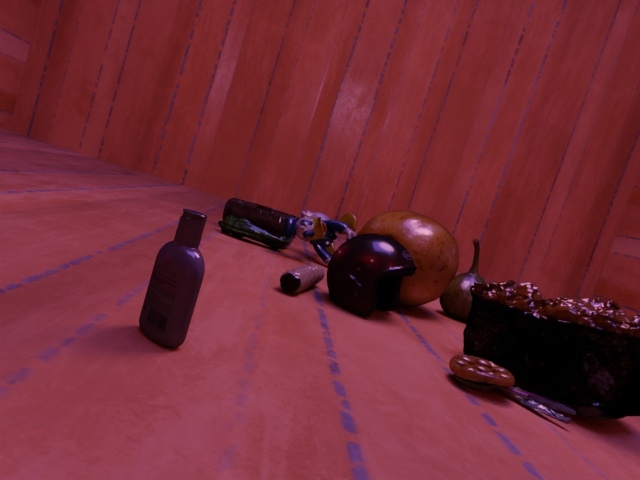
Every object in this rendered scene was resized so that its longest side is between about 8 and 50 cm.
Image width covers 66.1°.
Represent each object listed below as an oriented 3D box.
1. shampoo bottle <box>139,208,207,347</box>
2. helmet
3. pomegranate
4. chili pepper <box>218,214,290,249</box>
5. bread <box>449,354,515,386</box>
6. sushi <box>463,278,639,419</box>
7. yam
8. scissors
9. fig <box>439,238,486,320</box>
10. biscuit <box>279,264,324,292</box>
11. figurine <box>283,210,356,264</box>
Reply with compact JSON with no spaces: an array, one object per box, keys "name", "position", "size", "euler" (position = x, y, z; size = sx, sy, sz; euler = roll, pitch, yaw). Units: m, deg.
[{"name":"shampoo bottle","position":[-0.177,0.043,0.606],"size":[0.080,0.165,0.040],"euler":[22,7,38]},{"name":"helmet","position":[0.115,0.081,1.154],"size":[0.216,0.193,0.189],"euler":[-26,-16,24]},{"name":"pomegranate","position":[0.226,0.043,1.352],"size":[0.308,0.307,0.307],"euler":[18,6,-2]},{"name":"chili pepper","position":[-0.231,-0.027,1.649],"size":[0.257,0.074,0.100],"euler":[23,3,7]},{"name":"bread","position":[0.271,0.221,0.828],"size":[0.110,0.024,0.110],"euler":[13,5,-1]},{"name":"sushi","position":[0.452,0.192,0.943],"size":[0.235,0.207,0.349],"euler":[6,7,-45]},{"name":"yam","position":[-0.213,-0.063,1.759],"size":[0.280,0.131,0.131],"euler":[17,5,19]},{"name":"scissors","position":[0.328,0.257,0.832],"size":[0.187,0.019,0.134],"euler":[18,7,35]},{"name":"fig","position":[0.435,0.114,1.435],"size":[0.149,0.245,0.149],"euler":[10,8,-2]},{"name":"biscuit","position":[-0.043,0.088,1.162],"size":[0.061,0.055,0.219],"euler":[-11,-2,17]},{"name":"figurine","position":[0.000,0.000,1.640],"size":[0.338,0.204,0.283],"euler":[14,24,-49]}]
